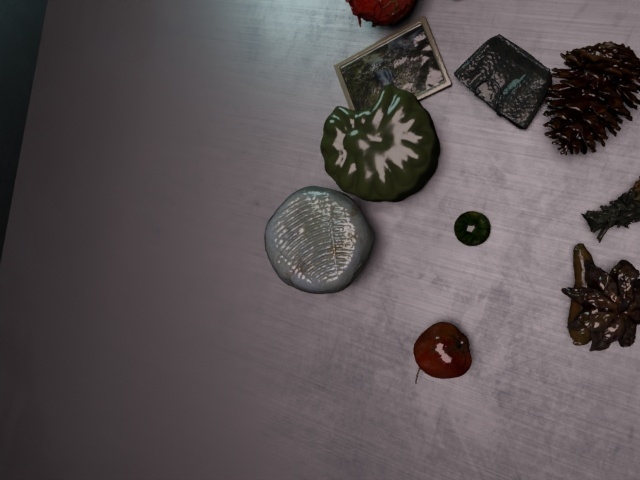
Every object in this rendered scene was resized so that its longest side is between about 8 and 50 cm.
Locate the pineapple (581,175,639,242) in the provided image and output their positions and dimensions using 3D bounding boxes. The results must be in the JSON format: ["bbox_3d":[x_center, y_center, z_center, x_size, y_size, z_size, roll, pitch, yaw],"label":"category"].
[{"bbox_3d":[0.807,-0.095,1.334,0.248,0.128,0.128,-33,78,25],"label":"pineapple"}]

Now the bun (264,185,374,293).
[{"bbox_3d":[0.002,0.006,1.619,0.354,0.194,0.355,-2,86,23],"label":"bun"}]

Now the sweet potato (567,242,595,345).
[{"bbox_3d":[0.707,0.145,1.394,0.075,0.075,0.273,3,88,22],"label":"sweet potato"}]

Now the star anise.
[{"bbox_3d":[0.739,0.162,1.314,0.223,0.109,0.236,-6,87,-5],"label":"star anise"}]

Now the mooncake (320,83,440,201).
[{"bbox_3d":[0.176,-0.273,1.546,0.351,0.187,0.351,1,94,19],"label":"mooncake"}]

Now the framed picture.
[{"bbox_3d":[0.219,-0.519,1.626,0.324,0.020,0.241,-20,83,21],"label":"framed picture"}]

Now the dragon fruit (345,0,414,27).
[{"bbox_3d":[0.188,-0.766,1.532,0.240,0.241,0.252,-1,100,22],"label":"dragon fruit"}]

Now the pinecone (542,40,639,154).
[{"bbox_3d":[0.688,-0.358,1.332,0.246,0.246,0.292,28,116,20],"label":"pinecone"}]

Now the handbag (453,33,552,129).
[{"bbox_3d":[0.525,-0.454,1.471,0.270,0.088,0.175,45,113,17],"label":"handbag"}]

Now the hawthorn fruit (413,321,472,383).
[{"bbox_3d":[0.334,0.334,1.518,0.203,0.162,0.163,-32,77,37],"label":"hawthorn fruit"}]

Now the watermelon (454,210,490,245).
[{"bbox_3d":[0.441,-0.034,1.508,0.105,0.062,0.106,1,92,14],"label":"watermelon"}]
